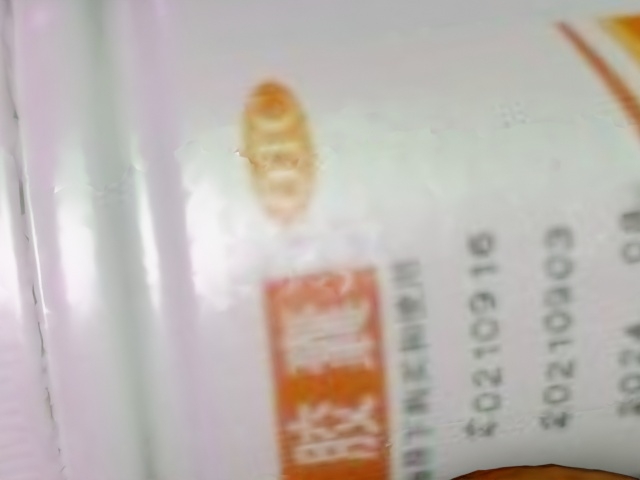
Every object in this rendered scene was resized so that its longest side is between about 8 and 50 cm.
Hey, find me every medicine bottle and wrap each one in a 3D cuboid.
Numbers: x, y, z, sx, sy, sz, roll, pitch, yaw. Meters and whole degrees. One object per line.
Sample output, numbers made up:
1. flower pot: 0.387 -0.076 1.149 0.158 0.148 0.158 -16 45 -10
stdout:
1. medicine bottle: 0.000 0.000 0.470 0.315 0.202 0.202 -7 68 -5

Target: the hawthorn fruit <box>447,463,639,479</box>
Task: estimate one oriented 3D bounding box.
1. hawthorn fruit: 0.013 0.173 0.365 0.260 0.224 0.224 -18 62 39
